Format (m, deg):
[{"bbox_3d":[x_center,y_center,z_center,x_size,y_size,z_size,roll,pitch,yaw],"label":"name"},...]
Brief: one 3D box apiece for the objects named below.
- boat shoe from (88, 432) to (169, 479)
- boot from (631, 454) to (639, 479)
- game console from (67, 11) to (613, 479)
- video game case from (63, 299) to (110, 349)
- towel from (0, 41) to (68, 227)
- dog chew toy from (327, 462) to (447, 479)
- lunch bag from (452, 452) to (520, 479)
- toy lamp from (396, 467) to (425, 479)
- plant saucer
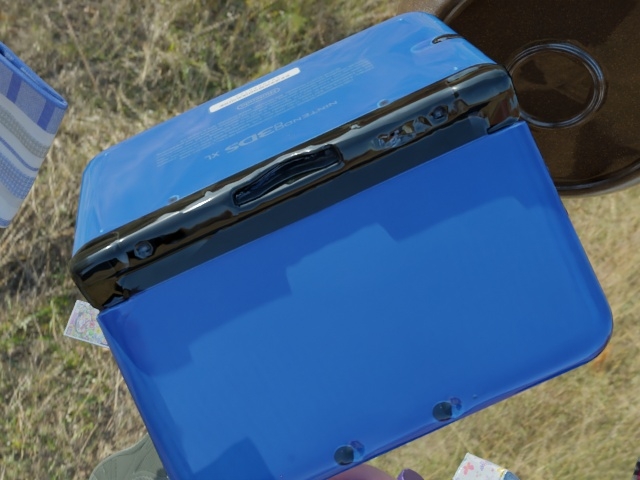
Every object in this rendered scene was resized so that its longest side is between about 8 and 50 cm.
[{"bbox_3d":[-0.266,0.394,1.391,0.103,0.320,0.118,37,30,-42],"label":"boat shoe"},{"bbox_3d":[0.356,0.330,0.576,0.284,0.138,0.377,57,19,-14],"label":"boot"},{"bbox_3d":[0.000,0.000,0.553,0.293,0.173,0.250,-24,31,1],"label":"game console"},{"bbox_3d":[-0.517,0.195,1.850,0.122,0.011,0.087,17,69,-4],"label":"video game case"},{"bbox_3d":[-0.482,-0.161,1.134,0.209,0.285,0.034,42,39,-3],"label":"towel"},{"bbox_3d":[0.000,0.258,0.601,0.206,0.332,0.207,33,48,-47],"label":"dog chew toy"},{"bbox_3d":[0.219,0.313,1.006,0.083,0.071,0.053,42,72,-34],"label":"lunch bag"},{"bbox_3d":[0.035,0.411,1.058,0.080,0.274,0.080,41,20,-18],"label":"toy lamp"},{"bbox_3d":[0.209,-0.147,0.718,0.310,0.310,0.050,28,48,-3],"label":"plant saucer"}]
